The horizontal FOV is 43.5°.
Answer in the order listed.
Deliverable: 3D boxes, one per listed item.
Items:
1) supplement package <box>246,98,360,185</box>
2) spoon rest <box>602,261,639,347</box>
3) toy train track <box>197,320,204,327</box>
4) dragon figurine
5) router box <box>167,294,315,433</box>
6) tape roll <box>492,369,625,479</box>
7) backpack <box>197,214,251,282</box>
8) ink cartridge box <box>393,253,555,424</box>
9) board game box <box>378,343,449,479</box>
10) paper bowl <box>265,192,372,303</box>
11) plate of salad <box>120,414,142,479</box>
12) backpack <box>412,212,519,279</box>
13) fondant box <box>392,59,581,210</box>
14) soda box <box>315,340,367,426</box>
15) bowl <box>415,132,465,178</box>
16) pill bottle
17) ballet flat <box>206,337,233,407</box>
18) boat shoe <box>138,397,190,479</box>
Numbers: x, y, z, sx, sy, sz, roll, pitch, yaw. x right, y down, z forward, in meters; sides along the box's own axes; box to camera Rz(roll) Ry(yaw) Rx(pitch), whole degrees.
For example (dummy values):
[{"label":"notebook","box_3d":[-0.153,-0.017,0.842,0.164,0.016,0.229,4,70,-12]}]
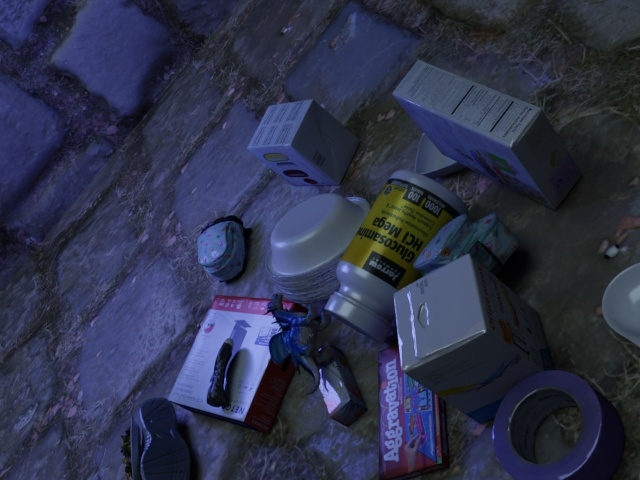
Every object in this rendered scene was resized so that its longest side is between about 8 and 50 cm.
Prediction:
[{"label":"supplement package","box_3d":[-0.047,-0.257,2.154,0.203,0.194,0.149,4,63,52]},{"label":"spoon rest","box_3d":[0.523,0.139,1.238,0.137,0.084,0.276,-35,39,24]},{"label":"toy train track","box_3d":[-0.314,0.217,2.214,0.083,0.014,0.048,-36,38,24]},{"label":"dragon figurine","box_3d":[-0.052,0.230,1.723,0.144,0.085,0.289,-31,46,30]},{"label":"router box","box_3d":[-0.194,0.288,1.949,0.335,0.082,0.301,-1,59,49]},{"label":"tape roll","box_3d":[0.374,0.307,1.270,0.189,0.080,0.189,-29,41,30]},{"label":"backpack","box_3d":[-0.278,0.027,2.250,0.152,0.115,0.182,-32,42,24]},{"label":"ink cartridge box","box_3d":[0.264,0.172,1.381,0.168,0.233,0.171,-32,40,28]},{"label":"board game box","box_3d":[0.174,0.317,1.544,0.145,0.027,0.281,-29,41,33]},{"label":"paper bowl","box_3d":[0.000,0.000,1.854,0.284,0.148,0.284,-28,25,14]},{"label":"plate of salad","box_3d":[-0.472,0.536,1.997,0.200,0.048,0.199,177,90,-81]},{"label":"backpack","box_3d":[0.282,0.030,1.537,0.188,0.144,0.166,-39,-1,-21]},{"label":"fondant box","box_3d":[0.327,-0.212,1.590,0.096,0.238,0.330,-52,46,-1]},{"label":"soda box","box_3d":[0.034,0.301,1.693,0.063,0.058,0.183,-44,36,14]},{"label":"bowl","box_3d":[0.292,-0.205,1.837,0.142,0.053,0.142,-18,48,42]},{"label":"pill bottle","box_3d":[0.152,0.036,1.670,0.188,0.188,0.333,20,76,54]},{"label":"ballet flat","box_3d":[-0.224,0.308,1.865,0.049,0.057,0.173,7,58,6]},{"label":"boat shoe","box_3d":[-0.386,0.527,1.960,0.320,0.118,0.103,-120,27,-50]}]
